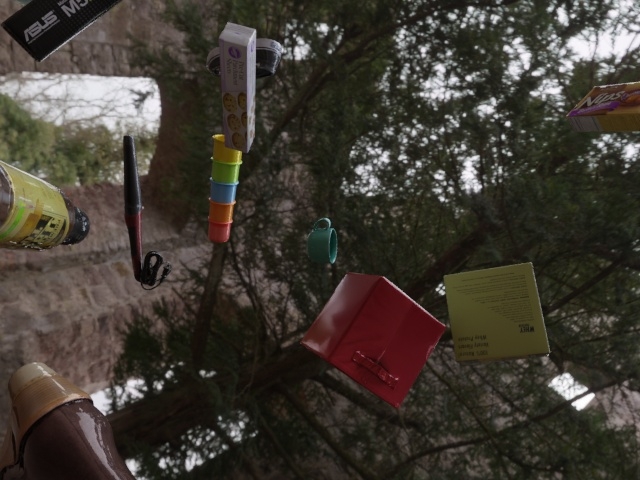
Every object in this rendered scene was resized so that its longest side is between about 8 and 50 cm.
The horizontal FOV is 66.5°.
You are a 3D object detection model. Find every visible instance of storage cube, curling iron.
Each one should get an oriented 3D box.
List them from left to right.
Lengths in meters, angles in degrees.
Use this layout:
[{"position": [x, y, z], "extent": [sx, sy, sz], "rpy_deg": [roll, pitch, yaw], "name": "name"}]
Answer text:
[{"position": [-0.316, -0.047, 0.862], "extent": [0.035, 0.068, 0.274], "rpy_deg": [-138, -140, -77], "name": "curling iron"}, {"position": [0.105, 0.197, 1.010], "extent": [0.184, 0.193, 0.215], "rpy_deg": [38, -13, -14], "name": "storage cube"}]

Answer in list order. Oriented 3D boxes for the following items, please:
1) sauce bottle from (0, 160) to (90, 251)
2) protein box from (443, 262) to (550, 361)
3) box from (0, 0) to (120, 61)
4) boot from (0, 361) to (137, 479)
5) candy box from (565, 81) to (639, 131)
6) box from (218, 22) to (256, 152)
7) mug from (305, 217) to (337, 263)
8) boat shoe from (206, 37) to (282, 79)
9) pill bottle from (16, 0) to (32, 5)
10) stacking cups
[{"position": [-0.417, -0.040, 0.686], "extent": [0.344, 0.111, 0.111], "rpy_deg": [144, -69, -84], "name": "sauce bottle"}, {"position": [0.412, 0.178, 1.146], "extent": [0.200, 0.136, 0.201], "rpy_deg": [-11, -110, 21], "name": "protein box"}, {"position": [-0.230, -0.253, 0.495], "extent": [0.045, 0.184, 0.191], "rpy_deg": [50, -9, -34], "name": "box"}, {"position": [-0.230, 0.256, 0.471], "extent": [0.207, 0.090, 0.248], "rpy_deg": [36, -49, 27], "name": "boot"}, {"position": [0.656, -0.293, 1.072], "extent": [0.053, 0.109, 0.187], "rpy_deg": [48, -6, -23], "name": "candy box"}, {"position": [-0.189, -0.337, 1.127], "extent": [0.324, 0.067, 0.063], "rpy_deg": [105, 1, -57], "name": "box"}, {"position": [0.002, 0.007, 1.818], "extent": [0.097, 0.129, 0.157], "rpy_deg": [1, -109, 15], "name": "mug"}, {"position": [-0.234, -0.503, 1.432], "extent": [0.306, 0.113, 0.104], "rpy_deg": [7, -96, 38], "name": "boat shoe"}, {"position": [-0.408, -0.407, 0.687], "extent": [0.264, 0.146, 0.146], "rpy_deg": [-120, -151, -72], "name": "pill bottle"}, {"position": [-0.283, -0.150, 1.457], "extent": [0.096, 0.096, 0.316], "rpy_deg": [29, -60, 41], "name": "stacking cups"}]
